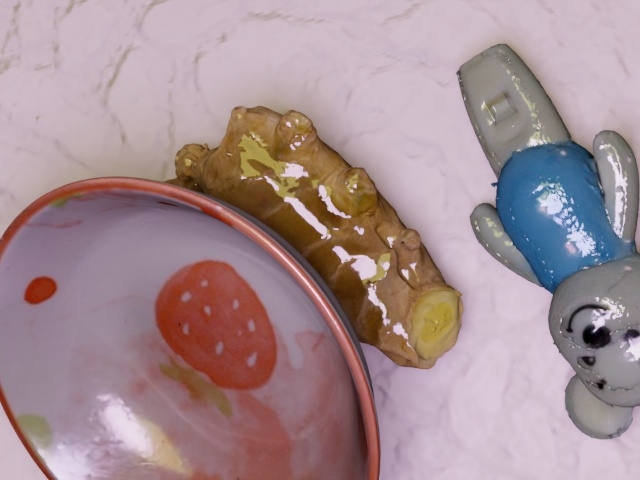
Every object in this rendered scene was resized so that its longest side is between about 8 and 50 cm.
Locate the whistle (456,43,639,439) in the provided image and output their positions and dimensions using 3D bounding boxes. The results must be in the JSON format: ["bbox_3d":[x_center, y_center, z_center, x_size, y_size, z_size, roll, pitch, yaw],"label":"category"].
[{"bbox_3d":[0.142,-0.003,1.045,0.114,0.077,0.236,-32,81,33],"label":"whistle"}]

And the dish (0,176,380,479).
[{"bbox_3d":[-0.065,0.067,1.052,0.260,0.085,0.260,15,123,24],"label":"dish"}]

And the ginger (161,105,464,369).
[{"bbox_3d":[-0.002,-0.013,1.066,0.205,0.081,0.115,25,103,10],"label":"ginger"}]
